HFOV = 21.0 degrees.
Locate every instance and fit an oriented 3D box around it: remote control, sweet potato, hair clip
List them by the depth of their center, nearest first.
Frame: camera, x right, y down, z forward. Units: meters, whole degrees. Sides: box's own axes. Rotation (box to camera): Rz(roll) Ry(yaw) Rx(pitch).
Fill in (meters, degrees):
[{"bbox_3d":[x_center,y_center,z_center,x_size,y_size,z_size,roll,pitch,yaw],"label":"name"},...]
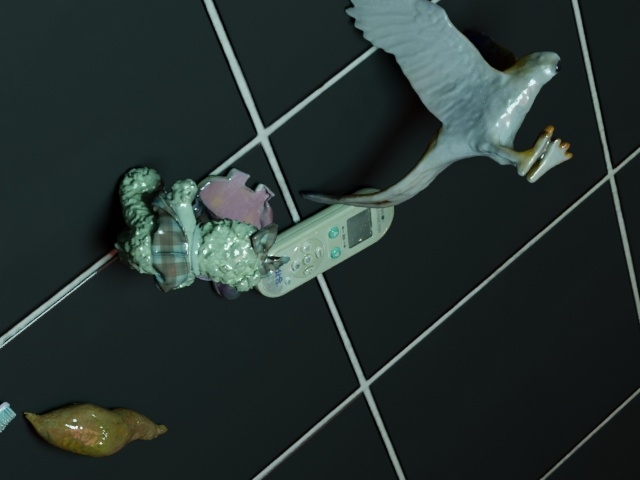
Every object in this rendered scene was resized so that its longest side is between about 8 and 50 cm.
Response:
[{"bbox_3d":[-0.125,-0.017,2.063,0.146,0.056,0.187,-57,148,1],"label":"hair clip"},{"bbox_3d":[-0.257,0.232,2.090,0.226,0.068,0.068,11,109,-48],"label":"sweet potato"},{"bbox_3d":[0.000,0.000,2.194,0.221,0.042,0.078,-30,133,-27],"label":"remote control"}]

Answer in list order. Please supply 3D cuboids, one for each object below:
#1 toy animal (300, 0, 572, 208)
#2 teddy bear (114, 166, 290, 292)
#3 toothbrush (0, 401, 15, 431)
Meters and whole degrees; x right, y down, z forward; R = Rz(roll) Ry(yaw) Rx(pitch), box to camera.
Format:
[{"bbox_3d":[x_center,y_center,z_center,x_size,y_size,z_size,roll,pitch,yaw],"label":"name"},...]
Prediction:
[{"bbox_3d":[0.144,-0.126,2.062,0.225,0.302,0.284,20,97,-52],"label":"toy animal"},{"bbox_3d":[-0.153,0.001,1.913,0.111,0.213,0.133,-39,138,-49],"label":"teddy bear"},{"bbox_3d":[-0.445,0.291,1.981,0.269,0.027,0.021,-49,152,-4],"label":"toothbrush"}]
